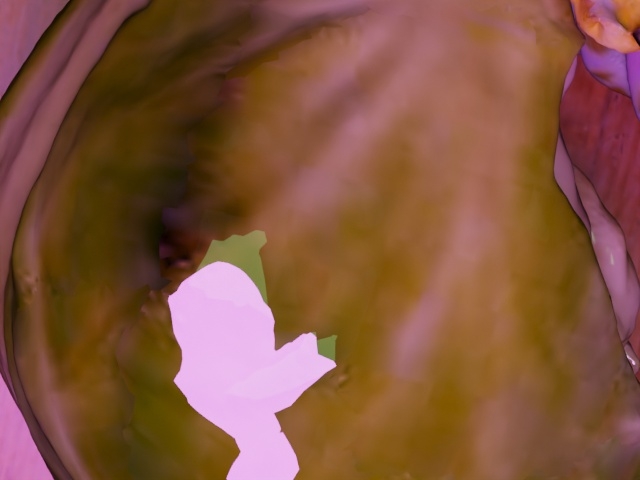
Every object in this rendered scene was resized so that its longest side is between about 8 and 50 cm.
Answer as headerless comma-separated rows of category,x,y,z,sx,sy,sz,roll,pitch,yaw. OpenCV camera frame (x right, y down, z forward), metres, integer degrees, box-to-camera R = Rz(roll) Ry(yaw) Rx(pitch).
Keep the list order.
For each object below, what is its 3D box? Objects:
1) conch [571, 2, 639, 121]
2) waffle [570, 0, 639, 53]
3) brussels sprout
conch,0.291,-0.074,0.628,0.368,0.197,0.249,37,53,7
waffle,0.238,-0.141,0.494,0.329,0.062,0.329,-1,80,5
brussels sprout,0.000,0.000,0.601,0.315,0.276,0.371,-6,96,-9
